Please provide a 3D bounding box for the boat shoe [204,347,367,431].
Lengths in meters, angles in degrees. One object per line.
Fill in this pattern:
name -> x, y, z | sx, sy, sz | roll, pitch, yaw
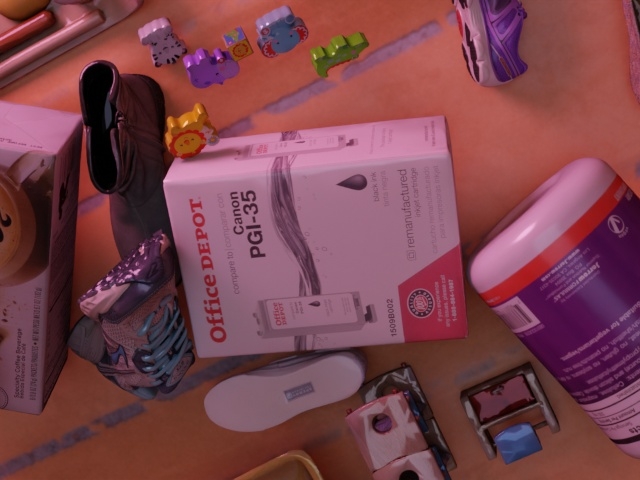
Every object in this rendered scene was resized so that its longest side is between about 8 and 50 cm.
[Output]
boat shoe -> -0.035, 0.153, 1.264 | 0.184, 0.063, 0.066 | -24, 93, 17

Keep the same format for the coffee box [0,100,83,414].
coffee box -> -0.342, 0.014, 1.192 | 0.168, 0.119, 0.297 | 10, 116, -1

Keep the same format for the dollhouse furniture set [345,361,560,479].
dollhouse furniture set -> 0.139, 0.183, 1.215 | 0.183, 0.129, 0.129 | -25, 93, 10

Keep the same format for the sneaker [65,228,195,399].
sneaker -> -0.169, 0.085, 1.182 | 0.122, 0.283, 0.110 | 45, 66, 3

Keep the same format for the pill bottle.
pill bottle -> 0.308, 0.086, 1.158 | 0.181, 0.181, 0.323 | -43, 91, 9

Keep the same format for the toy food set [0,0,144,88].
toy food set -> -0.362, -0.281, 1.238 | 0.306, 0.092, 0.220 | -27, 93, 9

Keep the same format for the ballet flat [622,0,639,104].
ballet flat -> 0.341, -0.275, 1.151 | 0.107, 0.106, 0.316 | -12, 95, 8

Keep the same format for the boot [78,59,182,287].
boot -> -0.203, -0.059, 1.210 | 0.083, 0.161, 0.247 | -7, 95, 8

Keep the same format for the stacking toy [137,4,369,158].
stacking toy -> -0.073, -0.192, 1.192 | 0.221, 0.052, 0.167 | -26, 50, 4

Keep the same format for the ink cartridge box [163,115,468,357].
ink cartridge box -> 0.000, 0.000, 1.194 | 0.282, 0.117, 0.207 | -6, 113, 7

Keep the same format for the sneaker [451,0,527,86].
sneaker -> 0.175, -0.245, 1.206 | 0.071, 0.068, 0.170 | -14, 104, -7

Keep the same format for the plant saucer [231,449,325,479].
plant saucer -> -0.063, 0.420, 1.275 | 0.332, 0.081, 0.333 | -30, 92, 16
